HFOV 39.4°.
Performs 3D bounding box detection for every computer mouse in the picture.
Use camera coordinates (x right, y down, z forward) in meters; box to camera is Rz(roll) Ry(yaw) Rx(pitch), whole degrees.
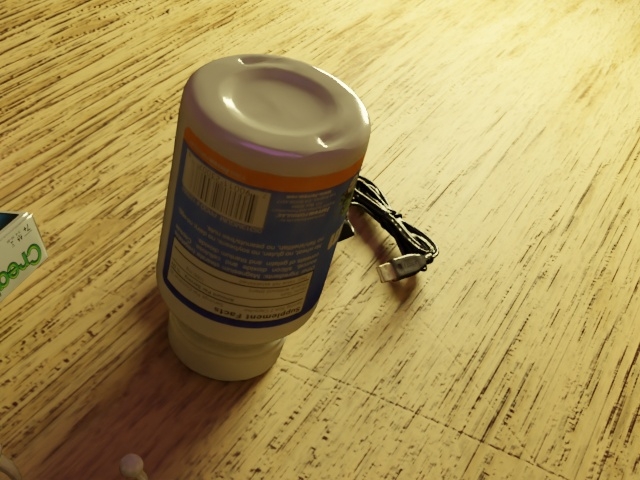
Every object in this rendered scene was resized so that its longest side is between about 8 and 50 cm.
[{"bbox_3d":[0.000,0.000,0.955,0.262,0.060,0.184,-5,39,-41],"label":"computer mouse"}]

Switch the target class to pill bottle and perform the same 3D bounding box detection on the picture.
[{"bbox_3d":[-0.060,-0.008,0.770,0.152,0.272,0.152,10,40,-8],"label":"pill bottle"}]

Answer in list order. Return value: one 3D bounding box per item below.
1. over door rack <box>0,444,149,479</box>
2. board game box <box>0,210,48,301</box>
[{"bbox_3d":[-0.230,0.235,0.521,0.324,0.108,0.239,-5,30,-24],"label":"over door rack"},{"bbox_3d":[-0.379,0.071,0.681,0.193,0.053,0.305,4,34,23],"label":"board game box"}]
